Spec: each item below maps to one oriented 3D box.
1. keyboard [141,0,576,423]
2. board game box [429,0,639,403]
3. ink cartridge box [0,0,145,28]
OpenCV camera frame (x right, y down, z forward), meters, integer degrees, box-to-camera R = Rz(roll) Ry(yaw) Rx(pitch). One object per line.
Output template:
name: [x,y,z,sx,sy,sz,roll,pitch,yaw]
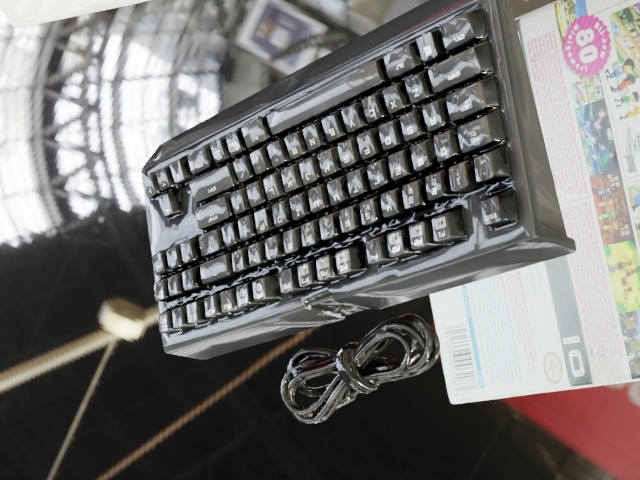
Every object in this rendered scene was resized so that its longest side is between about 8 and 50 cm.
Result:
keyboard: [0.000,0.000,0.411,0.023,0.180,0.108,-8,-98,-39]
board game box: [0.188,-0.035,0.777,0.097,0.224,0.303,-8,175,-39]
ink cartridge box: [-0.132,-0.286,0.616,0.131,0.306,0.226,-10,167,2]
